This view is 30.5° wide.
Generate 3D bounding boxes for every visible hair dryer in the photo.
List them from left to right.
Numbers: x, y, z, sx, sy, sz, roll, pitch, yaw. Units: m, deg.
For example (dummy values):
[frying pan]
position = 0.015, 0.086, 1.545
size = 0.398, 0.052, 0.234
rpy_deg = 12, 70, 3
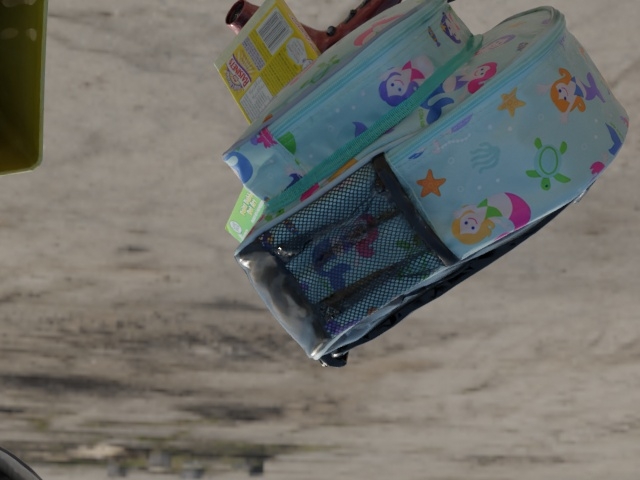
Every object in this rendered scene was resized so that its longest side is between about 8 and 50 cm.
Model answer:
[hair dryer]
position = 0.034, -0.250, 1.384
size = 0.293, 0.080, 0.224
rpy_deg = -2, 129, -7

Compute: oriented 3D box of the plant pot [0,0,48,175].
[plant pot]
position = -0.415, -0.193, 1.194
size = 0.212, 0.212, 0.187
rpy_deg = -13, -140, -32

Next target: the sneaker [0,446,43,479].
[sneaker]
position = -0.209, 0.236, 0.661
size = 0.099, 0.282, 0.153
rpy_deg = 15, 117, -22

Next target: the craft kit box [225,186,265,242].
[craft kit box]
position = 0.000, 0.000, 1.534
size = 0.246, 0.061, 0.250
rpy_deg = 41, 151, 4

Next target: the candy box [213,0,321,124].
[candy box]
position = -0.039, -0.161, 1.220
size = 0.027, 0.206, 0.105
rpy_deg = 20, 119, -43

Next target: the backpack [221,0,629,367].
[backpack]
position = 0.073, -0.061, 0.797
size = 0.253, 0.191, 0.225
rpy_deg = -27, -170, 21
